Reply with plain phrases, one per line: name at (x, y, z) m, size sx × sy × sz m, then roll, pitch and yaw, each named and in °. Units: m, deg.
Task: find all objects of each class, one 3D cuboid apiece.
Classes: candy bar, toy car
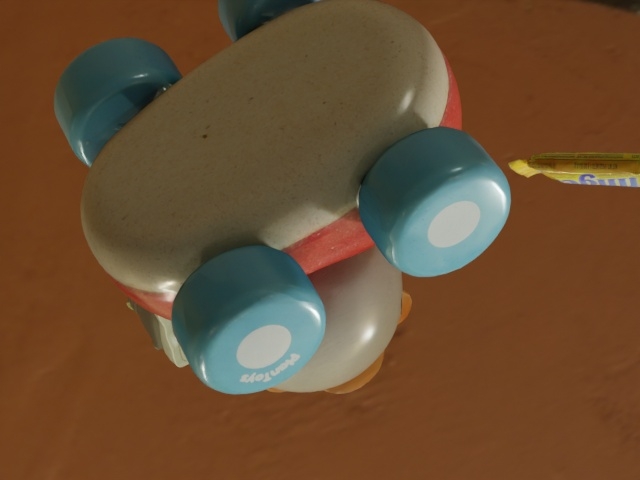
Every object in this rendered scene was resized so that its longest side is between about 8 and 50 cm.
candy bar at (0.196, -0.043, 1.194) m, size 0.161 × 0.040 × 0.018 m, roll 4°, pitch -100°, yaw 28°
toy car at (0.000, 0.000, 1.072) m, size 0.210 × 0.238 × 0.219 m, roll -33°, pitch -130°, yaw -2°

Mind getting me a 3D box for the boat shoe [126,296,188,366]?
boat shoe at (-0.107, 0.018, 1.400) m, size 0.069 × 0.081 × 0.228 m, roll 45°, pitch -22°, yaw 17°
